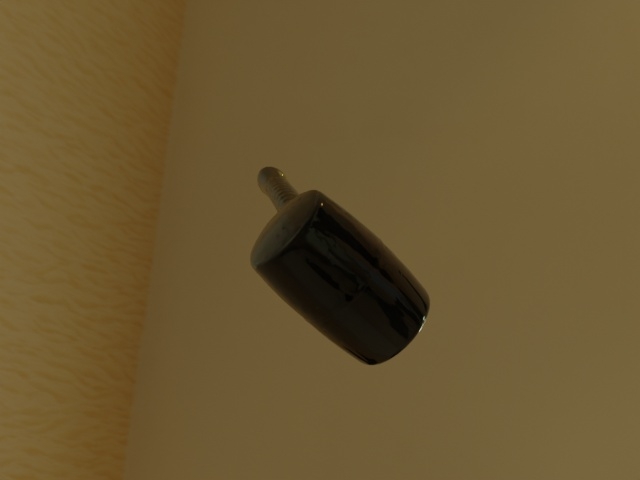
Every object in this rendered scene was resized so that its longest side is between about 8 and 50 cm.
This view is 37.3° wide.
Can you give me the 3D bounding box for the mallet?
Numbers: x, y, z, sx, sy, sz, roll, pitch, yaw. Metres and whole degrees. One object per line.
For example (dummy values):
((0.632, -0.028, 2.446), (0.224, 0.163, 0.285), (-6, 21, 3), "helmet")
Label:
((0.000, 0.000, 0.406), (0.062, 0.190, 0.039), (43, -86, -11), "mallet")
